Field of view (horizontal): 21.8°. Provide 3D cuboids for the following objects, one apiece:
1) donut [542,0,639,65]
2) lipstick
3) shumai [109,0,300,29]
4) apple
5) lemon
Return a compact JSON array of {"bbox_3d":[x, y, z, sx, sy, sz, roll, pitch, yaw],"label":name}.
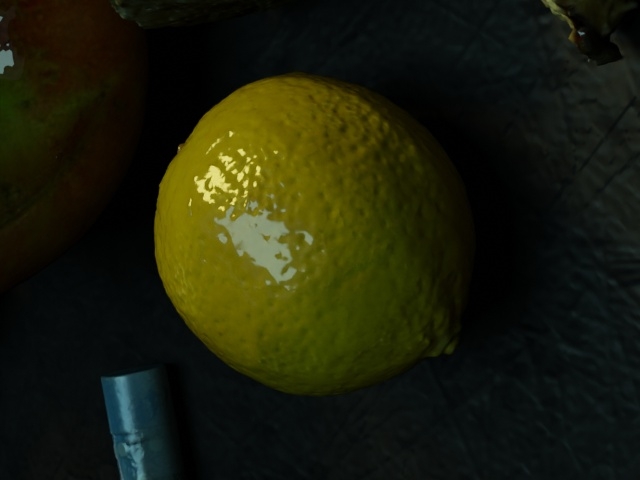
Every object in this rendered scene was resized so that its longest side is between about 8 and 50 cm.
[{"bbox_3d":[0.120,-0.207,0.839,0.144,0.186,0.126,-48,52,-5],"label":"donut"},{"bbox_3d":[-0.117,0.168,1.166,0.048,0.048,0.158,-9,92,43],"label":"lipstick"},{"bbox_3d":[-0.048,-0.203,0.946,0.184,0.184,0.142,-10,91,43],"label":"shumai"},{"bbox_3d":[-0.285,-0.115,1.083,0.339,0.339,0.339,9,104,41],"label":"apple"},{"bbox_3d":[0.000,0.000,0.943,0.203,0.178,0.178,39,122,17],"label":"lemon"}]
